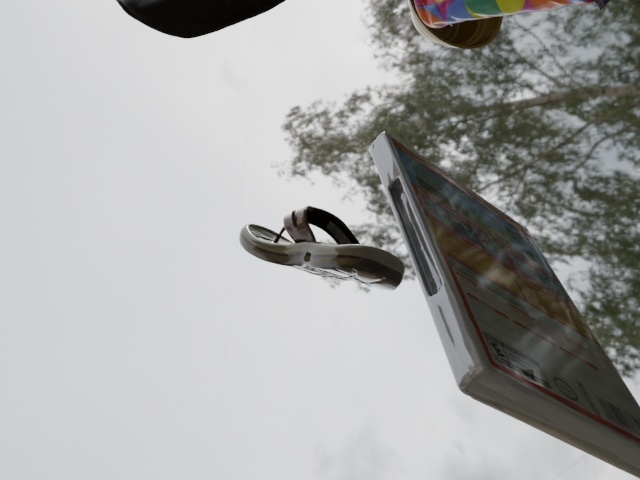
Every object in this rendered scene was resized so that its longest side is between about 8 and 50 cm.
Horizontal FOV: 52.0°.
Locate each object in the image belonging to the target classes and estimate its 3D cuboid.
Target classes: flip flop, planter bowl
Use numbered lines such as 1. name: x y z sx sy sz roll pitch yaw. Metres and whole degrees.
1. flip flop: 0.000 0.000 0.772 0.112 0.277 0.080 17 -96 -31
2. planter bowl: 0.251 -0.464 1.320 0.217 0.090 0.217 5 -104 -20

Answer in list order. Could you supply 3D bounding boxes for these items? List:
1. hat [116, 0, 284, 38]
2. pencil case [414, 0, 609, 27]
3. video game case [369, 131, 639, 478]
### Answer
1. hat: -0.171 -0.462 1.017 0.331 0.331 0.134 -50 -25 -29
2. pencil case: 0.223 -0.314 0.781 0.104 0.236 0.104 -9 -77 -43
3. video game case: 0.145 0.037 0.518 0.204 0.025 0.285 29 -152 -26
